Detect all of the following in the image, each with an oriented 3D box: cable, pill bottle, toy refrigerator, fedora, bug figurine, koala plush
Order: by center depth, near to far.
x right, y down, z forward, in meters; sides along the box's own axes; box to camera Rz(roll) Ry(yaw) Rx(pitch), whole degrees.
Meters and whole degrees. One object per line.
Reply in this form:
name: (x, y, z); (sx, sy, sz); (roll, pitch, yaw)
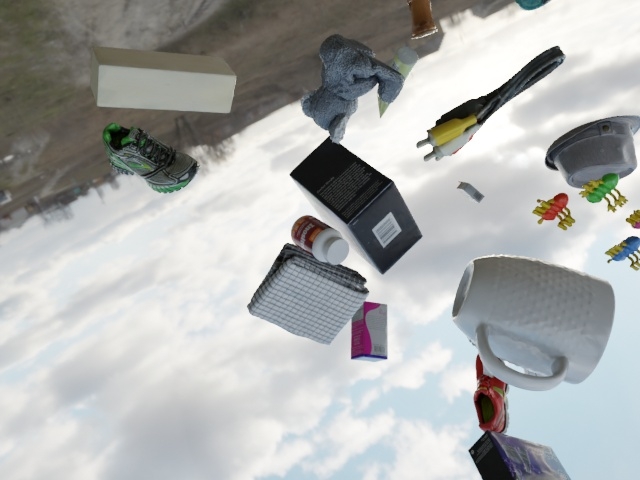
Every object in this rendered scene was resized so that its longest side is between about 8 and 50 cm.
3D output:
cable: (0.306, -0.226, 1.114); (0.287, 0.072, 0.139); (-27, 163, 25)
toy refrigerator: (-0.320, -0.321, 1.282); (0.269, 0.094, 0.102); (-4, -143, -28)
bug figurine: (0.619, -0.050, 1.374); (0.072, 0.278, 0.216); (-63, -175, -34)
pill bottle: (0.000, 0.000, 1.524); (0.086, 0.086, 0.152); (-31, -144, -22)
koala plush: (0.047, -0.363, 1.533); (0.203, 0.196, 0.221); (4, 128, -49)
fedora: (0.748, -0.220, 1.690); (0.275, 0.125, 0.244); (-6, 156, -17)

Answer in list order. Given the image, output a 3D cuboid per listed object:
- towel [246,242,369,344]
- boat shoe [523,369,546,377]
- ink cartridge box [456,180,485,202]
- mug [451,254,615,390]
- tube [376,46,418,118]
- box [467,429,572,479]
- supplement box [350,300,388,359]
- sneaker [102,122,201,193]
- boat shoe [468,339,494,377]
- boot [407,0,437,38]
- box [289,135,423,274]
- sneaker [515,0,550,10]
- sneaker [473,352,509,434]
towel: (-0.038, 0.151, 1.772); (0.235, 0.283, 0.121); (-53, -154, 29)
boat shoe: (0.730, 0.380, 2.152); (0.084, 0.258, 0.095); (-16, -154, 2)
ink cartridge box: (0.437, -0.144, 1.865); (0.029, 0.062, 0.115); (-51, -171, 3)
mug: (0.500, 0.206, 1.547); (0.327, 0.276, 0.374); (18, -137, 4)
tube: (0.199, -0.440, 1.747); (0.070, 0.062, 0.240); (-50, 177, -26)
box: (0.566, 0.649, 1.750); (0.103, 0.261, 0.184); (-56, -151, 25)
supplement box: (0.192, 0.360, 2.486); (0.111, 0.220, 0.114); (11, 159, -24)
sneaker: (-0.502, -0.242, 1.827); (0.343, 0.146, 0.134); (18, -121, 21)
boat shoe: (0.495, 0.285, 1.956); (0.096, 0.277, 0.098); (-4, 180, 16)
boot: (0.266, -0.643, 1.725); (0.072, 0.153, 0.197); (-13, -152, 14)
box: (0.103, -0.099, 1.831); (0.182, 0.296, 0.294); (-43, -130, -4)
sneaker: (0.591, -0.655, 1.496); (0.302, 0.108, 0.121); (-38, -159, 35)
sneaker: (0.523, 0.464, 1.957); (0.107, 0.118, 0.279); (-24, -129, 34)
